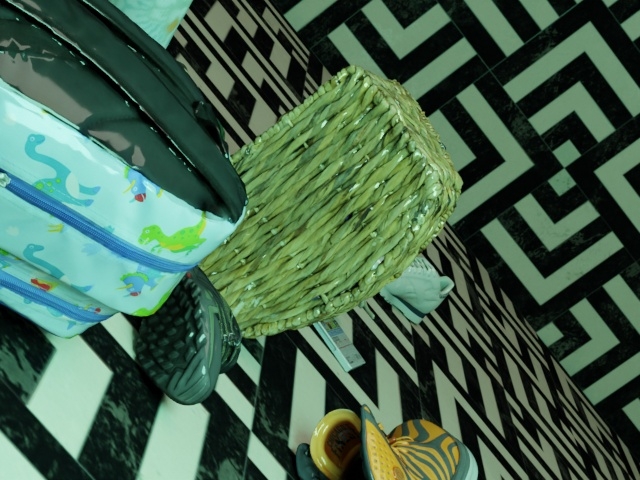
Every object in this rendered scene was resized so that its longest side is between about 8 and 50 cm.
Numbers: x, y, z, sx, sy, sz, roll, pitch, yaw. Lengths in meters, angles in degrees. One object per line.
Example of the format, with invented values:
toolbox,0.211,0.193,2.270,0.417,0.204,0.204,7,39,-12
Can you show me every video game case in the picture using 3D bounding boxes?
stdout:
video game case,0.013,0.121,1.857,0.122,0.011,0.087,55,12,8

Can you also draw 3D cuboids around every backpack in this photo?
backpack,-0.221,-0.089,1.036,0.356,0.273,0.290,21,24,-28

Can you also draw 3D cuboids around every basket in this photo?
basket,0.009,-0.030,1.558,0.213,0.299,0.223,55,12,7

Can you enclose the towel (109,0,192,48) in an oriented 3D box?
towel,-0.249,-0.296,1.282,0.090,0.320,0.374,-18,68,-35

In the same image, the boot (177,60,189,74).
boot,-0.200,-0.135,1.598,0.198,0.077,0.137,-19,76,-54

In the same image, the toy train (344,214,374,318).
toy train,0.000,0.000,1.969,0.143,0.105,0.248,33,21,-33

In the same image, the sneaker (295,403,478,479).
sneaker,0.070,0.232,1.464,0.180,0.125,0.321,52,11,-12

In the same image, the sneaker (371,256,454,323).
sneaker,0.142,0.058,2.354,0.235,0.095,0.090,34,23,-54

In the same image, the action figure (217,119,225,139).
action figure,-0.166,-0.135,1.777,0.137,0.063,0.232,49,16,-10

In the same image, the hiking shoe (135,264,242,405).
hiking shoe,-0.108,0.087,1.281,0.114,0.086,0.227,43,14,-28
